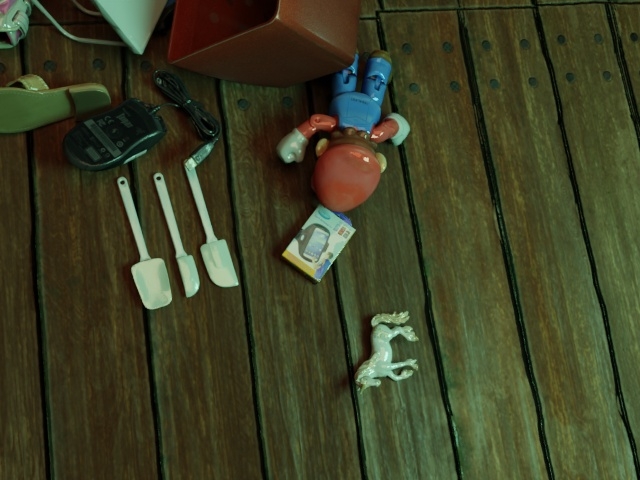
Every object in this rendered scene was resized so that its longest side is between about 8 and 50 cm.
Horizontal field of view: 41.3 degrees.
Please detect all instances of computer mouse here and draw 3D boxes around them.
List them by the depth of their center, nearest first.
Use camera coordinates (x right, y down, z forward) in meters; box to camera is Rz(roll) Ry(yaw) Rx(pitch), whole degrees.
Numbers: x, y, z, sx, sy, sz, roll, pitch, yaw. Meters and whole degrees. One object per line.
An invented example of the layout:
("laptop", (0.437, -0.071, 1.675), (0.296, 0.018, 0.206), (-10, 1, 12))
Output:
("computer mouse", (-0.300, -0.167, 1.467), (0.184, 0.060, 0.262), (43, 59, 6))

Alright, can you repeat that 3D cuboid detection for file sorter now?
("file sorter", (-0.364, -0.493, 1.451), (0.173, 0.193, 0.277), (10, 68, 25))

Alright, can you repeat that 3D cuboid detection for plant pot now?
("plant pot", (-0.074, -0.406, 1.461), (0.236, 0.267, 0.267), (22, 67, -45))

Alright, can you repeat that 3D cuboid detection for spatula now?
("spatula", (-0.254, -0.015, 1.454), (0.168, 0.019, 0.242), (-16, 79, -15))

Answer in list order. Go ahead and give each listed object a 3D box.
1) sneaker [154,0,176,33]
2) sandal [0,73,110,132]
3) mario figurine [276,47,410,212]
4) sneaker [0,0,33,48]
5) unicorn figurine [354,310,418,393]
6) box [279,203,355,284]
("sneaker", (-0.263, -0.439, 1.544), (0.084, 0.058, 0.152), (41, 75, 7))
("sandal", (-0.486, -0.245, 1.451), (0.240, 0.088, 0.079), (-9, 46, -21))
("mario figurine", (0.043, -0.189, 1.533), (0.198, 0.170, 0.320), (-3, 60, 24))
("sneaker", (-0.540, -0.393, 1.461), (0.111, 0.103, 0.252), (45, 78, -2))
("unicorn figurine", (0.111, 0.200, 1.458), (0.111, 0.060, 0.162), (5, 58, -10))
("box", (0.000, 0.000, 1.499), (0.081, 0.028, 0.136), (36, 73, -1))
